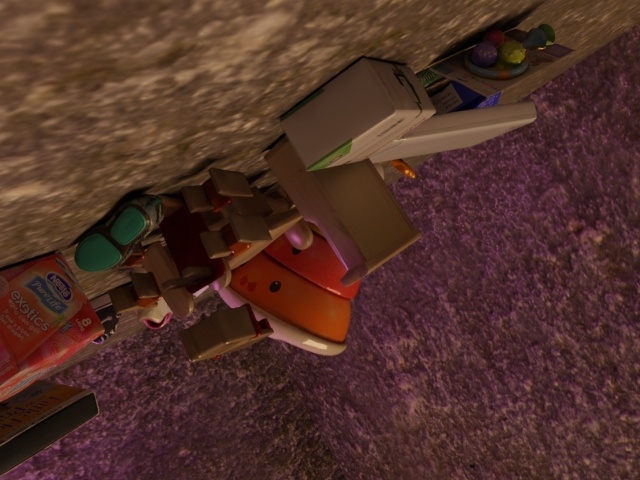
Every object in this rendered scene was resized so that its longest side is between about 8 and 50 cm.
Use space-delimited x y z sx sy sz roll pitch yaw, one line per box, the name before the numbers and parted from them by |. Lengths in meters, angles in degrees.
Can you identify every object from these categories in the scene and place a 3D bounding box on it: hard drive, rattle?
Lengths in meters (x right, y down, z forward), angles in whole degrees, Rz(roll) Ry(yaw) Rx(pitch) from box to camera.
hard drive | 0.222 -0.210 1.375 0.353 0.047 0.233 -13 179 -25
rattle | 0.084 -0.152 1.516 0.199 0.143 0.130 -35 -163 -15

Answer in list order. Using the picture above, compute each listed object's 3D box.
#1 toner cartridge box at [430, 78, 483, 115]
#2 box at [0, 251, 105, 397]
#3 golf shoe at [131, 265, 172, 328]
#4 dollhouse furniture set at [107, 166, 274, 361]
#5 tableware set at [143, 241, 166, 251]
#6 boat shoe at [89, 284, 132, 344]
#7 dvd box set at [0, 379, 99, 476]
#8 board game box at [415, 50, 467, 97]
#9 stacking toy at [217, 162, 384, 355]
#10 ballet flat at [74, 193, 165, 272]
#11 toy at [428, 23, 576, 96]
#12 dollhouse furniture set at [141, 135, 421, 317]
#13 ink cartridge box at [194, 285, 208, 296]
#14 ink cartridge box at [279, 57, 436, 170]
toner cartridge box | 0.315 -0.317 1.531 0.165 0.075 0.348 -29 177 11
box | -0.484 0.155 1.024 0.300 0.142 0.154 -32 177 35
golf shoe | -0.376 0.131 1.538 0.115 0.140 0.306 4 169 -6
dollhouse furniture set | -0.184 0.049 1.059 0.262 0.259 0.135 -30 168 25
tableware set | -0.302 0.001 1.407 0.141 0.020 0.168 -31 177 19
boat shoe | -0.536 0.198 1.635 0.301 0.102 0.108 -27 176 -44
dvd box set | -0.727 0.382 1.439 0.420 0.062 0.307 1 -163 33
board game box | 0.149 -0.264 1.261 0.259 0.030 0.136 -29 179 -20
stacking toy | 0.000 0.000 1.636 0.480 0.350 0.350 -62 175 2
ballet flat | -0.286 -0.010 0.989 0.188 0.070 0.070 -28 179 36
toy | 0.322 -0.334 1.193 0.237 0.137 0.056 -27 136 -28
dollhouse furniture set | -0.054 -0.002 1.262 0.362 0.257 0.394 -29 175 -47
ink cartridge box | -0.215 0.016 1.553 0.224 0.056 0.181 -32 -158 51
ink cartridge box | 0.064 -0.189 1.035 0.160 0.093 0.219 -31 177 25
